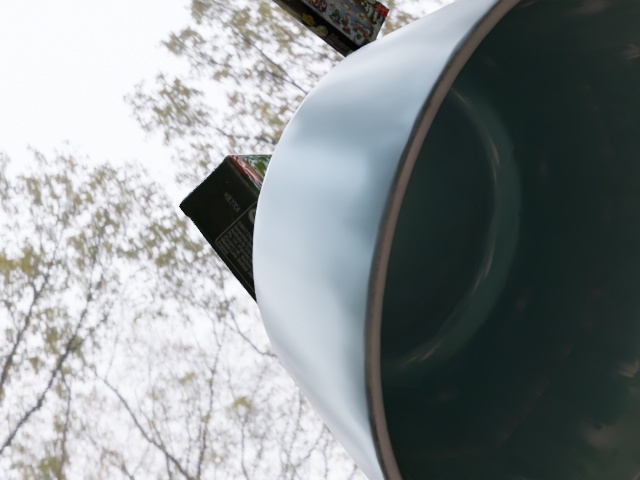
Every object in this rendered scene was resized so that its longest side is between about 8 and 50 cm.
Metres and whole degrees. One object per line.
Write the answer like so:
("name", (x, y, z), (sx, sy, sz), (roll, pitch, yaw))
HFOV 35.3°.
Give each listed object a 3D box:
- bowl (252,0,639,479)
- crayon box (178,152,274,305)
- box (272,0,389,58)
("bowl", (0.086, 0.002, 0.550), (0.311, 0.163, 0.311), (-12, -70, -38))
("crayon box", (0.000, 0.000, 1.123), (0.081, 0.318, 0.202), (-43, -99, 19))
("box", (0.007, -0.264, 1.107), (0.137, 0.094, 0.027), (35, -45, -14))
